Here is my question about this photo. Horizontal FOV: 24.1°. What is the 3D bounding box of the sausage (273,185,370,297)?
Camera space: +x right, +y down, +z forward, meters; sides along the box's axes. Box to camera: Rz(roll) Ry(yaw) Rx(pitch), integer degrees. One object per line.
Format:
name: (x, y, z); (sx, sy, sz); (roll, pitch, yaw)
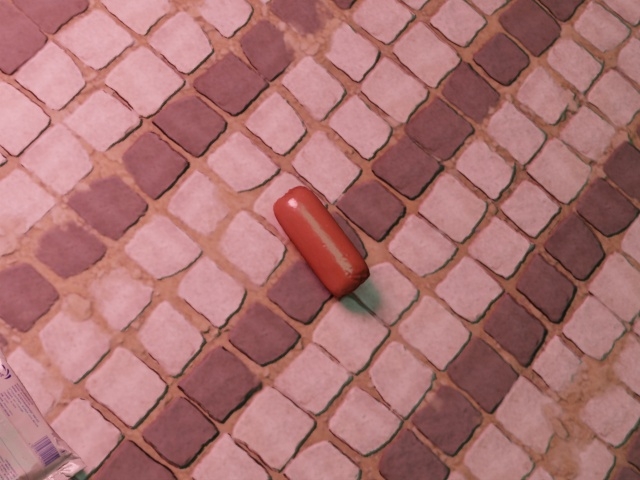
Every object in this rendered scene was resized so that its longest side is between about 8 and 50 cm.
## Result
sausage: (0.000, 0.000, 1.908); (0.062, 0.062, 0.154); (-33, 82, -29)

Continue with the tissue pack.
tissue pack: (-0.369, 0.213, 1.699); (0.123, 0.026, 0.193); (-33, 82, -29)
